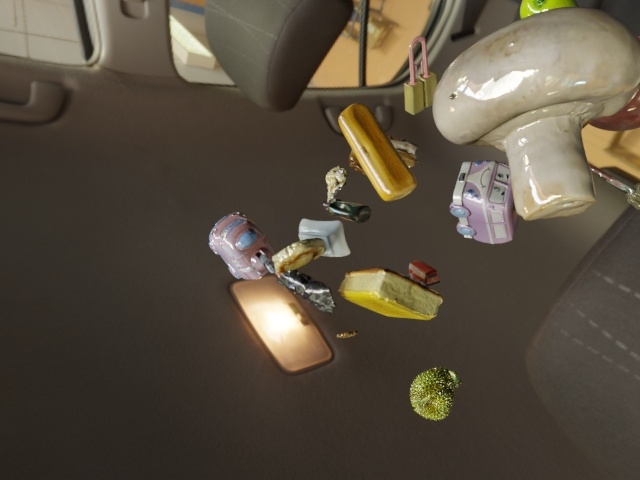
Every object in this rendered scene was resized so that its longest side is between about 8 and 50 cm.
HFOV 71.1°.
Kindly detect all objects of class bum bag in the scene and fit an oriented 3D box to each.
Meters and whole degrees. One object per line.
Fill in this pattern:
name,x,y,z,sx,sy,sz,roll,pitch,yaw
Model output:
bum bag,-0.072,0.197,1.946,0.340,0.144,0.095,31,-131,23

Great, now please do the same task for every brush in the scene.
brush,0.924,-0.159,1.349,0.301,0.071,0.084,35,-139,8
brush,0.310,-0.517,1.391,0.103,0.233,0.047,-30,-132,-11

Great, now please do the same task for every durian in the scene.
durian,0.407,0.541,1.612,0.159,0.198,0.146,22,179,19

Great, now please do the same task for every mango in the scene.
mango,0.803,-0.722,1.519,0.343,0.156,0.192,29,-144,-35

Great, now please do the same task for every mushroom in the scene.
mushroom,0.329,-0.176,0.684,0.292,0.292,0.290,-7,-94,-35

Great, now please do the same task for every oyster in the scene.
oyster,0.049,-0.217,1.761,0.081,0.191,0.163,24,-108,-2

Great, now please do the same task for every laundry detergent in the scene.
laundry detergent,0.093,-0.133,1.893,0.221,0.078,0.144,18,-161,31

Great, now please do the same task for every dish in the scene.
dish,0.000,0.000,1.744,0.212,0.151,0.077,6,-148,40

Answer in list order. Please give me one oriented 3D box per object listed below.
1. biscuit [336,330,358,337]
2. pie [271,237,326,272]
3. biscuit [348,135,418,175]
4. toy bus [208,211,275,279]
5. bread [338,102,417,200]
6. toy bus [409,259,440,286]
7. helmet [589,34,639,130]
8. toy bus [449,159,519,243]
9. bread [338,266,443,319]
biscuit,0.101,0.360,1.701,0.082,0.092,0.016,-12,-110,-1
pie,-0.076,0.052,1.594,0.205,0.179,0.084,-7,-107,-63
biscuit,0.255,-0.341,1.873,0.268,0.115,0.366,13,174,1
toy bus,-0.304,0.030,1.847,0.197,0.294,0.232,-42,-158,-21
bread,0.124,-0.198,1.017,0.092,0.074,0.239,-25,-102,-20
toy bus,0.460,0.144,2.013,0.079,0.077,0.174,-17,-159,-13
helmet,0.930,-0.452,1.381,0.337,0.230,0.385,4,180,14
toy bus,0.417,-0.098,1.120,0.142,0.202,0.142,10,-115,33
bread,0.293,0.229,1.913,0.323,0.333,0.143,26,-107,-25
